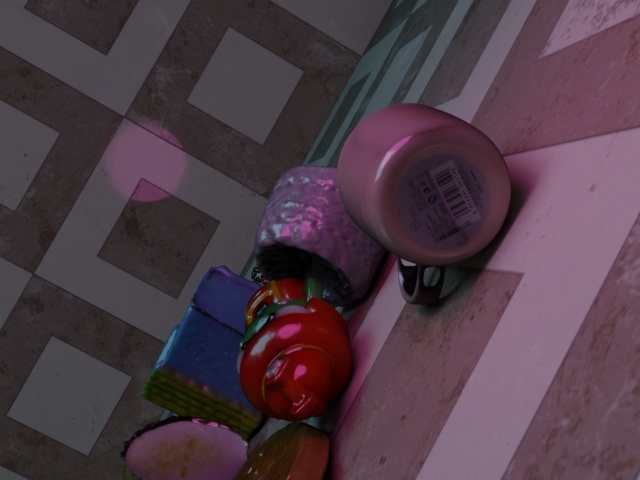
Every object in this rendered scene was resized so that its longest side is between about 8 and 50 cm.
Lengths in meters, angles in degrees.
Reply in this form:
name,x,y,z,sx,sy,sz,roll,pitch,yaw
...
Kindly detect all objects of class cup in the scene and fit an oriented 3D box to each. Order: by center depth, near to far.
name,x,y,z,sx,sy,sz,roll,pitch,yaw
cup,0.127,-0.038,1.100,0.200,0.192,0.252,-119,30,-76

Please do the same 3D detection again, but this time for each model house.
name,x,y,z,sx,sy,sz,roll,pitch,yaw
model house,-0.189,0.242,1.705,0.303,0.237,0.215,-60,8,15

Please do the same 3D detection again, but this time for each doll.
name,x,y,z,sx,sy,sz,roll,pitch,yaw
doll,-0.038,0.176,1.319,0.182,0.160,0.363,-44,14,7

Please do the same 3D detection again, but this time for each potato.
name,x,y,z,sx,sy,sz,roll,pitch,yaw
potato,-0.265,0.472,1.592,0.229,0.229,0.266,-74,2,-56

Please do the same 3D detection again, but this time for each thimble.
name,x,y,z,sx,sy,sz,roll,pitch,yaw
thimble,0.000,0.000,1.480,0.245,0.217,0.157,107,-172,-65

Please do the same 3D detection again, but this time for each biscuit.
name,x,y,z,sx,sy,sz,roll,pitch,yaw
biscuit,-0.109,0.408,1.211,0.365,0.062,0.385,-52,4,-9

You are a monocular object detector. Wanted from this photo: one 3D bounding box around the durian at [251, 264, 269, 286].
name,x,y,z,sx,sy,sz,roll,pitch,yaw
durian,-0.074,0.076,1.881,0.237,0.138,0.193,-50,14,51
